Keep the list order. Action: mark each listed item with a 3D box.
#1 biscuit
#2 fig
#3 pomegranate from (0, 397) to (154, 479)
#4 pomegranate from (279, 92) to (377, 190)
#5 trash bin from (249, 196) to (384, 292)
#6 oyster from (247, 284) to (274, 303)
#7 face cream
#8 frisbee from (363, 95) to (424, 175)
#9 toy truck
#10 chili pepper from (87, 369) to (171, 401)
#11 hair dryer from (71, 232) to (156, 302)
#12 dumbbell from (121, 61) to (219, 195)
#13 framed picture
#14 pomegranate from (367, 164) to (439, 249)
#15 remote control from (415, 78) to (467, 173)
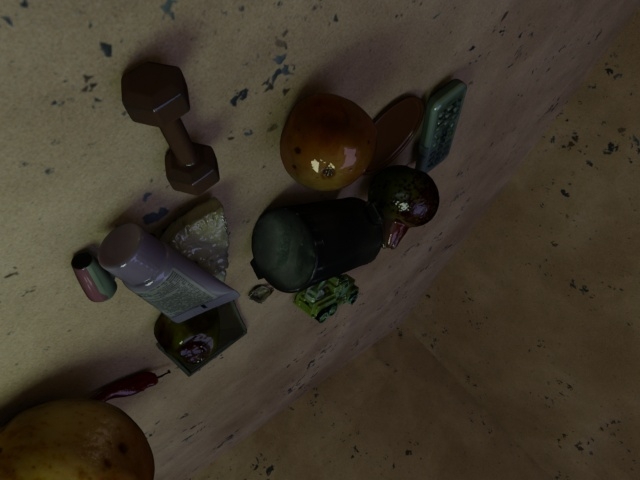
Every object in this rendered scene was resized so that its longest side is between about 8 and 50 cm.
[{"bbox_3d":[-0.266,0.046,1.005,0.179,0.084,0.281,-29,153,-25],"label":"biscuit"},{"bbox_3d":[-0.315,0.209,1.179,0.144,0.154,0.165,86,21,-45],"label":"fig"},{"bbox_3d":[-0.561,0.494,0.998,0.410,0.410,0.410,-36,157,-18],"label":"pomegranate"},{"bbox_3d":[0.015,-0.189,0.940,0.191,0.191,0.191,-36,157,-18],"label":"pomegranate"},{"bbox_3d":[0.000,0.000,1.233,0.252,0.203,0.301,-36,167,37],"label":"trash bin"},{"bbox_3d":[-0.178,0.157,1.430,0.093,0.034,0.051,16,102,-53],"label":"oyster"},{"bbox_3d":[-0.277,0.075,0.894,0.154,0.096,0.274,-25,142,7],"label":"face cream"},{"bbox_3d":[0.180,-0.274,1.284,0.251,0.021,0.251,-37,158,-18],"label":"frisbee"},{"bbox_3d":[0.036,0.177,1.722,0.259,0.128,0.135,-15,131,-50],"label":"toy truck"},{"bbox_3d":[-0.501,0.381,1.263,0.268,0.059,0.050,-10,103,-50],"label":"chili pepper"},{"bbox_3d":[-0.366,0.034,0.882,0.154,0.054,0.106,-42,155,-32],"label":"hair dryer"},{"bbox_3d":[-0.216,-0.157,0.729,0.082,0.092,0.231,-11,153,-3],"label":"dumbbell"},{"bbox_3d":[-0.327,0.282,1.411,0.232,0.024,0.315,-36,156,-18],"label":"framed picture"},{"bbox_3d":[0.229,-0.092,1.400,0.214,0.214,0.248,37,69,-68],"label":"pomegranate"},{"bbox_3d":[0.338,-0.321,1.411,0.128,0.065,0.335,-36,157,-13],"label":"remote control"}]
